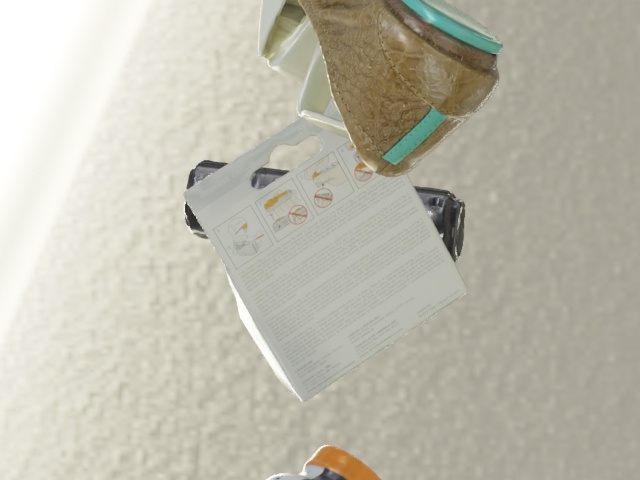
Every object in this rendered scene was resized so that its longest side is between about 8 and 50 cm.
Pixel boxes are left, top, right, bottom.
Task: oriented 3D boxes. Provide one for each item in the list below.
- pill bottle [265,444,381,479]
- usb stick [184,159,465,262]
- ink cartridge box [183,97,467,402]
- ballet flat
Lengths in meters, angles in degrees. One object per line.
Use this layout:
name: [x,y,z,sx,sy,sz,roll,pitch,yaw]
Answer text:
pill bottle: [-0.038,0.306,1.721,0.246,0.130,0.130,-50,-54,-25]
usb stick: [0.000,-0.025,1.761,0.045,0.278,0.077,-10,-74,-69]
ink cartridge box: [0.000,0.000,1.266,0.145,0.045,0.179,-33,-68,-10]
ballet flat: [0.020,-0.136,1.176,0.116,0.342,0.124,23,-70,-26]
